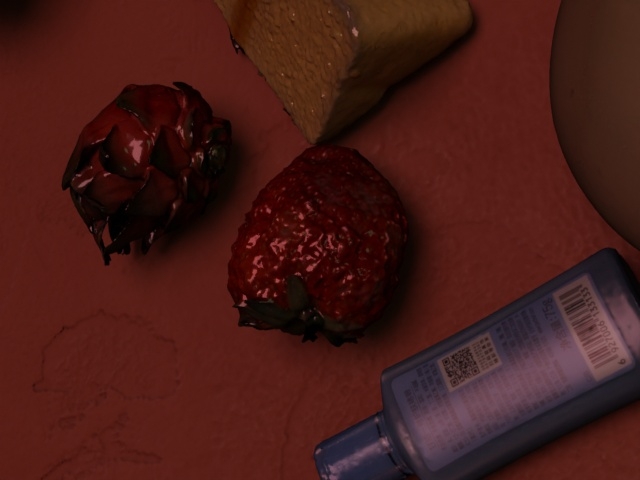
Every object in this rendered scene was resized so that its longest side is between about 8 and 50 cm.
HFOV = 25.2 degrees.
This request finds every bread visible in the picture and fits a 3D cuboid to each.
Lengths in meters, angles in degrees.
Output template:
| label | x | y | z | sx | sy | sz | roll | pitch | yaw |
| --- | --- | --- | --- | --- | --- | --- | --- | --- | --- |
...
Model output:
| label | x | y | z | sx | sy | sz | roll | pitch | yaw |
| --- | --- | --- | --- | --- | --- | --- | --- | --- | --- |
| bread | -0.011 | -0.223 | 1.121 | 0.178 | 0.142 | 0.266 | -33 | 66 | -3 |

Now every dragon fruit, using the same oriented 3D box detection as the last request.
| label | x | y | z | sx | sy | sz | roll | pitch | yaw |
| --- | --- | --- | --- | --- | --- | --- | --- | --- | --- |
| dragon fruit | -0.134 | -0.057 | 1.123 | 0.142 | 0.130 | 0.121 | -31 | 19 | -26 |

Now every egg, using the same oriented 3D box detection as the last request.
| label | x | y | z | sx | sy | sz | roll | pitch | yaw |
| --- | --- | --- | --- | --- | --- | --- | --- | --- | --- |
| egg | 0.253 | -0.112 | 0.896 | 0.219 | 0.219 | 0.269 | 13 | 85 | 28 |

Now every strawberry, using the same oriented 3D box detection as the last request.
| label | x | y | z | sx | sy | sz | roll | pitch | yaw |
| --- | --- | --- | --- | --- | --- | --- | --- | --- | --- |
| strawberry | 0.000 | 0.001 | 1.043 | 0.131 | 0.131 | 0.148 | 12 | 90 | 28 |

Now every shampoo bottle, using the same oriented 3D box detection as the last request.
| label | x | y | z | sx | sy | sz | roll | pitch | yaw |
| --- | --- | --- | --- | --- | --- | --- | --- | --- | --- |
| shampoo bottle | 0.113 | 0.108 | 0.993 | 0.258 | 0.061 | 0.104 | -30 | 66 | 15 |
